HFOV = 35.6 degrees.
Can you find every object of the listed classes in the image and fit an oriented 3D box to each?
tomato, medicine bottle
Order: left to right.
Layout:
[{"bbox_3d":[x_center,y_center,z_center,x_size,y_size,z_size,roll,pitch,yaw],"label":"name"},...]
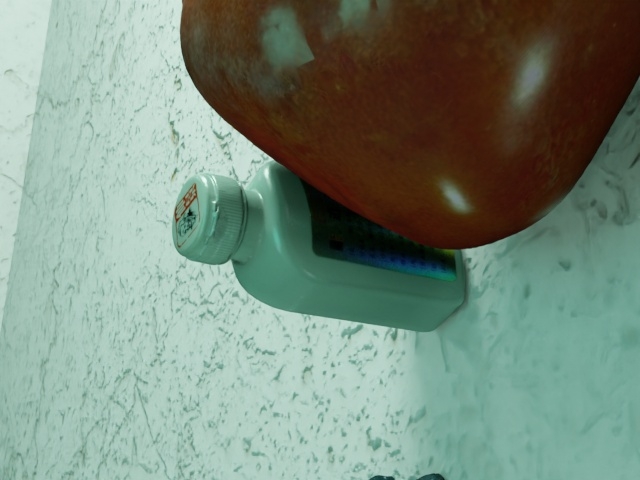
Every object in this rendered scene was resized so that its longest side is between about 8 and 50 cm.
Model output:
[{"bbox_3d":[0.000,0.000,0.784,0.083,0.229,0.121,-49,42,39],"label":"medicine bottle"},{"bbox_3d":[0.060,-0.156,0.664,0.325,0.290,0.293,20,89,46],"label":"tomato"}]

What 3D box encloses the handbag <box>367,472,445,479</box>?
[{"bbox_3d":[0.033,0.291,0.810,0.221,0.057,0.144,-47,47,42],"label":"handbag"}]
